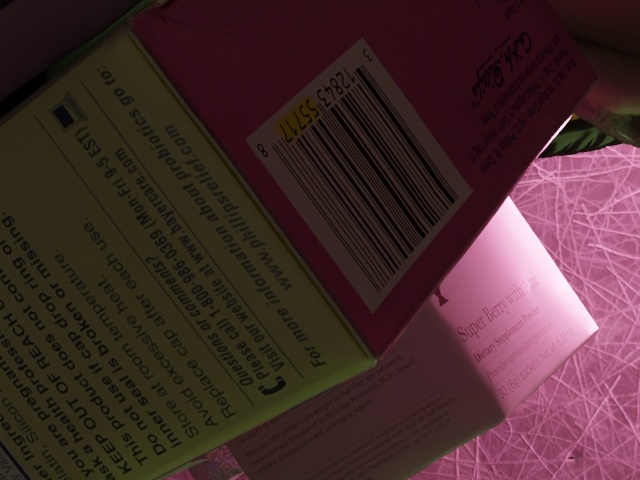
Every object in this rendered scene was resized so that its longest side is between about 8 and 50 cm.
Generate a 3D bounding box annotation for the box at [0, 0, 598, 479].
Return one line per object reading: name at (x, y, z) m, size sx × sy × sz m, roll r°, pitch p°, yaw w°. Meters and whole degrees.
box at (-0.056, -0.007, 0.606) m, size 0.243 × 0.117 × 0.213 m, roll -30°, pitch -170°, yaw 35°

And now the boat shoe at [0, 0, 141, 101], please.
boat shoe at (-0.077, -0.112, 0.506) m, size 0.267 × 0.088 × 0.096 m, roll -30°, pitch -162°, yaw 31°

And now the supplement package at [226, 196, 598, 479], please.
supplement package at (0.000, 0.000, 1.067) m, size 0.175 × 0.293 × 0.177 m, roll -36°, pitch 177°, yaw 31°

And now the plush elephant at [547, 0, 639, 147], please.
plush elephant at (0.193, -0.181, 0.716) m, size 0.272 × 0.255 × 0.330 m, roll -33°, pitch 176°, yaw -30°

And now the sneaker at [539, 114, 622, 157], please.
sneaker at (0.227, -0.178, 1.041) m, size 0.384 × 0.145 × 0.147 m, roll -25°, pitch 132°, yaw -7°

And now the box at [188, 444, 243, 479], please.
box at (-0.083, 0.053, 1.399) m, size 0.142 × 0.247 × 0.163 m, roll -38°, pitch 176°, yaw 21°

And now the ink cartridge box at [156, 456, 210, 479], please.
ink cartridge box at (-0.215, 0.157, 1.080) m, size 0.232 × 0.066 × 0.189 m, roll -16°, pitch 172°, yaw -35°
